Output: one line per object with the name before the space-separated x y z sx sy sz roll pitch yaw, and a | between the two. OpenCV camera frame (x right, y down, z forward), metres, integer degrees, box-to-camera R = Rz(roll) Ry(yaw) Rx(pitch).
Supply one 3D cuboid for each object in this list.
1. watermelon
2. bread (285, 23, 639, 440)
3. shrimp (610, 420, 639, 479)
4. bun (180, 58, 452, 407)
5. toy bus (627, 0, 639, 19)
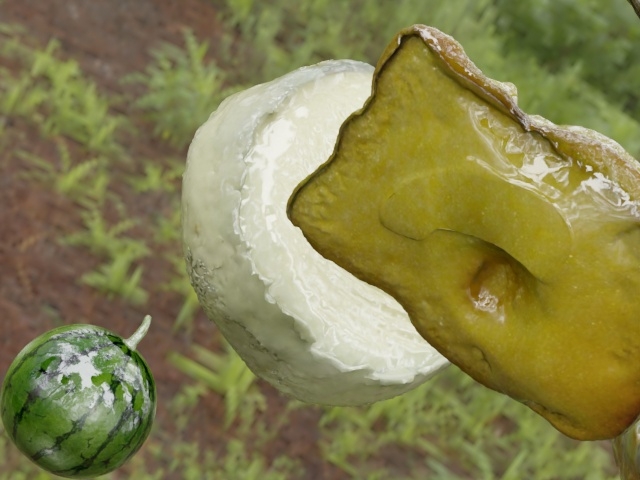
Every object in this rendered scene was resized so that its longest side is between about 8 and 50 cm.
watermelon | -0.148 0.098 1.152 0.109 0.109 0.109 21 34 -15
bread | 0.108 -0.004 1.000 0.233 0.161 0.088 42 44 5
shrimp | 0.232 0.099 1.198 0.068 0.287 0.185 -2 62 2
bun | 0.000 0.000 1.354 0.259 0.152 0.259 9 73 -32
toy bus | 0.206 -0.211 0.751 0.157 0.289 0.139 63 10 21
